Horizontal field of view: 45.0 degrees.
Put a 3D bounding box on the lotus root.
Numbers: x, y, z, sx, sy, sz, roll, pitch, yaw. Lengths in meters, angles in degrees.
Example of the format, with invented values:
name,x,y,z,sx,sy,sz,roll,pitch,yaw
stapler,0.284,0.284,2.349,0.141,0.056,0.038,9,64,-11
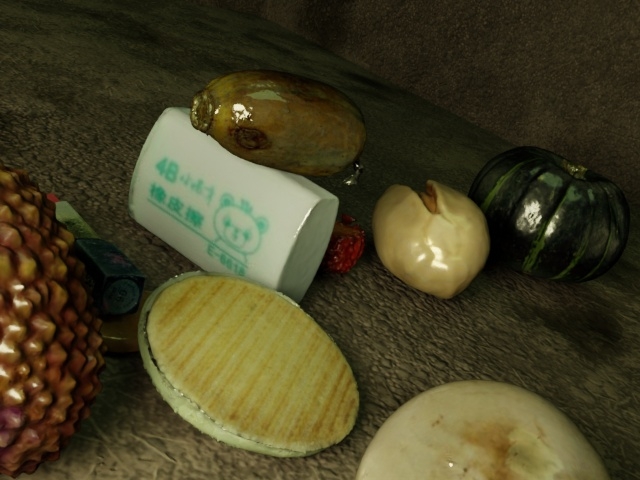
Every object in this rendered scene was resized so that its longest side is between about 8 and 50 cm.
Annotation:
name,x,y,z,sx,sy,sz,roll,pitch,yaw
lotus root,-0.044,-0.153,0.993,0.241,0.123,0.124,10,15,-36

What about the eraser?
name,x,y,z,sx,sy,sz,roll,pitch,yaw
eraser,-0.128,-0.044,1.076,0.290,0.189,0.104,32,19,25

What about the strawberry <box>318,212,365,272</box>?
name,x,y,z,sx,sy,sz,roll,pitch,yaw
strawberry,0.000,0.000,1.227,0.145,0.086,0.145,20,21,-8

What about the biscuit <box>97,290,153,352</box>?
name,x,y,z,sx,sy,sz,roll,pitch,yaw
biscuit,-0.202,0.099,0.891,0.184,0.027,0.133,2,28,-37

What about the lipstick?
name,x,y,z,sx,sy,sz,roll,pitch,yaw
lipstick,-0.305,0.001,0.961,0.051,0.051,0.312,2,22,-38

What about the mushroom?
name,x,y,z,sx,sy,sz,roll,pitch,yaw
mushroom,0.143,0.234,0.682,0.226,0.226,0.178,47,-8,48

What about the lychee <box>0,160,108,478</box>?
name,x,y,z,sx,sy,sz,roll,pitch,yaw
lychee,-0.292,0.069,0.619,0.271,0.271,0.271,18,22,-8

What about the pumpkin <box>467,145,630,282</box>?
name,x,y,z,sx,sy,sz,roll,pitch,yaw
pumpkin,0.448,-0.047,1.536,0.323,0.241,0.323,21,16,-6

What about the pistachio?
name,x,y,z,sx,sy,sz,roll,pitch,yaw
pistachio,0.186,-0.006,1.324,0.187,0.187,0.299,18,16,-9

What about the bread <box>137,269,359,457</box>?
name,x,y,z,sx,sy,sz,roll,pitch,yaw
bread,-0.077,0.134,0.853,0.267,0.040,0.267,24,29,-15
